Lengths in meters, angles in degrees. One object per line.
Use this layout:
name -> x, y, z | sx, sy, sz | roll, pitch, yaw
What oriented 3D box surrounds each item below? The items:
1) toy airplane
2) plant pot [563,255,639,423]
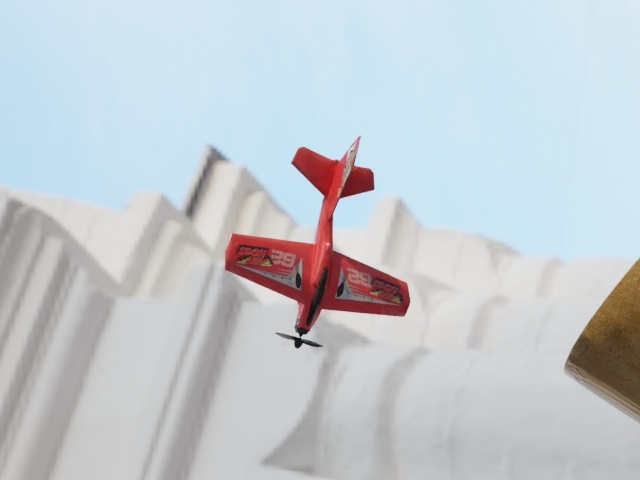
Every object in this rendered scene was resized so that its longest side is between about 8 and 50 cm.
toy airplane -> 0.000, 0.000, 0.925 | 0.151, 0.028, 0.151 | -3, -85, -29
plant pot -> 0.364, 0.100, 1.060 | 0.237, 0.254, 0.237 | -40, -22, -20
